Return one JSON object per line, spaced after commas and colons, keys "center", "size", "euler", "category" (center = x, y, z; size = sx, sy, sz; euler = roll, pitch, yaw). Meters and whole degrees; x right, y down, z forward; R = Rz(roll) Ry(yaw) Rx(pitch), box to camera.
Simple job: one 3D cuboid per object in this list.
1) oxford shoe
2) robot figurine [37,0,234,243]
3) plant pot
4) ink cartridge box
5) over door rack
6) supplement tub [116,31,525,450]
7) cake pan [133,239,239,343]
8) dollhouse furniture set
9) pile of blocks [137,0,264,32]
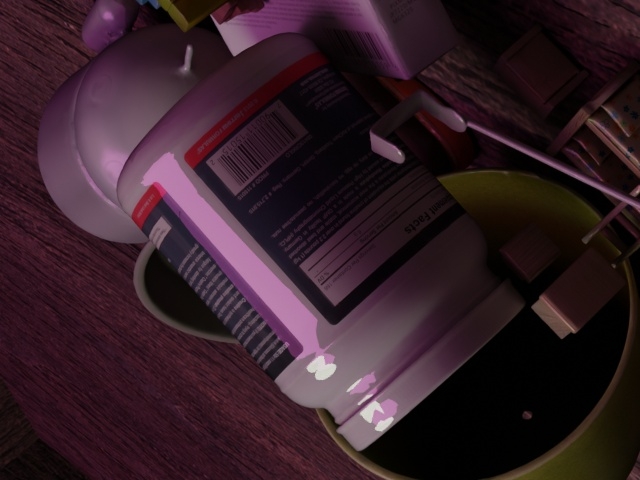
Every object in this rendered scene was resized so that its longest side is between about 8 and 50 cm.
{"center": [0.005, -0.129, 1.699], "size": [0.271, 0.098, 0.097], "euler": [39, 159, 24], "category": "oxford shoe"}
{"center": [-0.168, -0.106, 1.963], "size": [0.300, 0.200, 0.353], "euler": [66, 159, -4], "category": "robot figurine"}
{"center": [0.167, 0.125, 1.647], "size": [0.275, 0.275, 0.293], "euler": [35, 173, 33], "category": "plant pot"}
{"center": [-0.038, -0.240, 1.464], "size": [0.275, 0.060, 0.239], "euler": [16, 139, 59], "category": "ink cartridge box"}
{"center": [0.190, -0.121, 1.241], "size": [0.324, 0.108, 0.239], "euler": [18, 145, 19], "category": "over door rack"}
{"center": [0.000, 0.000, 1.440], "size": [0.272, 0.191, 0.191], "euler": [49, 161, 4], "category": "supplement tub"}
{"center": [-0.032, 0.007, 1.844], "size": [0.293, 0.293, 0.054], "euler": [83, 180, -59], "category": "cake pan"}
{"center": [0.173, -0.053, 1.390], "size": [0.182, 0.161, 0.101], "euler": [46, 161, 5], "category": "dollhouse furniture set"}
{"center": [-0.141, -0.212, 1.486], "size": [0.149, 0.113, 0.362], "euler": [60, 160, -21], "category": "pile of blocks"}
